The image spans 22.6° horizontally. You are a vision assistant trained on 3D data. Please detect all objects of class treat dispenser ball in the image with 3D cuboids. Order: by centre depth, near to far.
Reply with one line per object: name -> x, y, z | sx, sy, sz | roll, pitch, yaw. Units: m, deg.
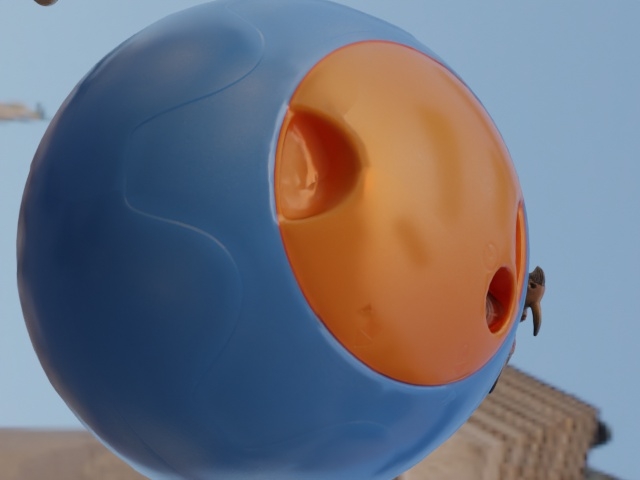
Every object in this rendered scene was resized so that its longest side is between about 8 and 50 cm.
treat dispenser ball -> -0.026, 0.006, 0.903 | 0.288, 0.288, 0.288 | -7, -99, 53

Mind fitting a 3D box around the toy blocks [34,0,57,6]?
toy blocks -> -0.224, -0.221, 1.108 | 0.054, 0.148, 0.123 | -7, -84, 51

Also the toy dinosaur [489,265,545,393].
toy dinosaur -> 0.162, 0.127, 1.856 | 0.200, 0.127, 0.296 | 42, -28, 35
